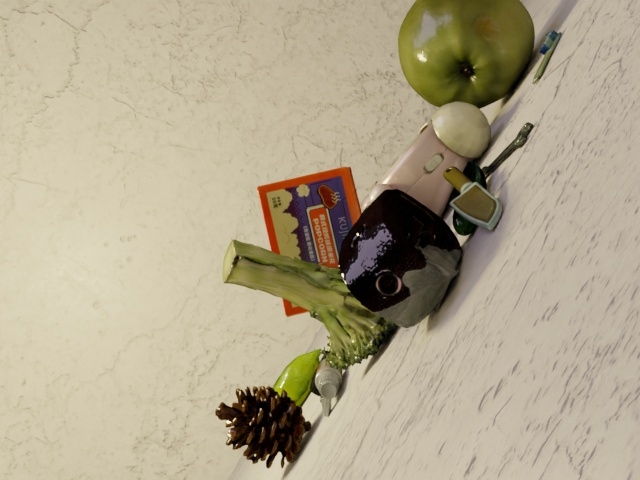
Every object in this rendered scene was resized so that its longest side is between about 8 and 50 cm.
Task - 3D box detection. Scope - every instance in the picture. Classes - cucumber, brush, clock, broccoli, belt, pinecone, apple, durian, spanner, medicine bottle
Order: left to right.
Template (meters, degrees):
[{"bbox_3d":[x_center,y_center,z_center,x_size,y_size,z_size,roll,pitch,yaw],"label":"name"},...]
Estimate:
[{"bbox_3d":[-0.134,0.418,2.003,0.169,0.212,0.186,-57,-10,-56],"label":"pinecone"},{"bbox_3d":[-0.076,0.421,2.593,0.250,0.101,0.139,-58,0,-5],"label":"durian"},{"bbox_3d":[-0.016,0.109,1.724,0.252,0.361,0.221,89,-169,-57],"label":"broccoli"},{"bbox_3d":[0.016,0.328,1.965,0.221,0.061,0.092,-62,-21,-87],"label":"medicine bottle"},{"bbox_3d":[0.123,0.034,1.435,0.164,0.184,0.289,-49,3,20],"label":"belt"},{"bbox_3d":[0.257,-0.169,2.094,0.326,0.184,0.342,-54,5,-3],"label":"clock"},{"bbox_3d":[0.366,-0.499,2.232,0.357,0.357,0.357,-58,0,0],"label":"apple"},{"bbox_3d":[0.274,-0.081,1.595,0.056,0.056,0.284,-58,4,30],"label":"cucumber"},{"bbox_3d":[0.341,-0.157,1.653,0.054,0.015,0.254,-60,1,-19],"label":"spanner"},{"bbox_3d":[0.487,-0.404,1.907,0.033,0.030,0.178,-42,13,52],"label":"brush"}]

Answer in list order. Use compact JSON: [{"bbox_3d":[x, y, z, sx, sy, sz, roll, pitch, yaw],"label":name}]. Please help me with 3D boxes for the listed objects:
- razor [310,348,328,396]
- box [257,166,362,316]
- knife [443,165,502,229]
[{"bbox_3d":[0.021,0.315,2.176,0.148,0.054,0.090,-57,-4,-41],"label":"razor"},{"bbox_3d":[0.000,0.000,2.350,0.318,0.256,0.349,81,177,-89],"label":"box"},{"bbox_3d":[0.249,-0.071,1.479,0.061,0.027,0.343,-37,16,5],"label":"knife"}]
